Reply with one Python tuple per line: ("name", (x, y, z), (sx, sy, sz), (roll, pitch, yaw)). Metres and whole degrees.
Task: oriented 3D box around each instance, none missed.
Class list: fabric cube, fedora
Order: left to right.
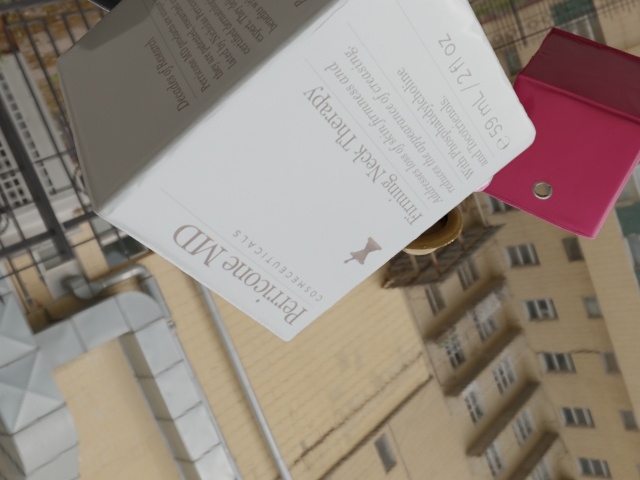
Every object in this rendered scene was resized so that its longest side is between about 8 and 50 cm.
("fedora", (0.197, -0.027, 1.478), (0.195, 0.079, 0.194), (-2, -135, 2))
("fabric cube", (0.483, -0.208, 1.351), (0.254, 0.258, 0.259), (27, -136, 15))

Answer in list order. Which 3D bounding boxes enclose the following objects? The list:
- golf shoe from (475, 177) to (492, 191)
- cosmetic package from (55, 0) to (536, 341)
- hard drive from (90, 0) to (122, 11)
("golf shoe", (0.191, -0.196, 1.162), (0.140, 0.306, 0.115), (-41, -155, 35))
("cosmetic package", (-0.036, -0.166, 0.841), (0.394, 0.329, 0.327), (-40, -135, 8))
("hard drive", (-0.265, -0.400, 1.010), (0.255, 0.171, 0.054), (21, -178, -36))
